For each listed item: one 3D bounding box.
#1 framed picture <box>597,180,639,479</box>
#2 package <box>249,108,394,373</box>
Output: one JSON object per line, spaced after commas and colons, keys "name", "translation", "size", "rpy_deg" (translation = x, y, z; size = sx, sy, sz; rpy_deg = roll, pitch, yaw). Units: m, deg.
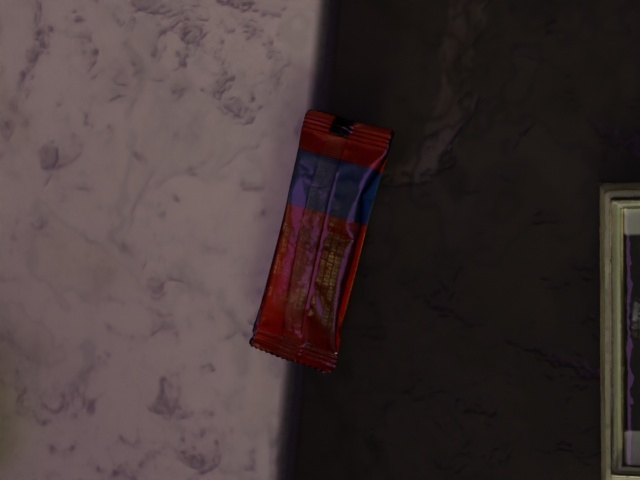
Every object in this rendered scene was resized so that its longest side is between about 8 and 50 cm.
{"name": "framed picture", "translation": [0.330, 0.068, 1.294], "size": [0.293, 0.018, 0.231], "rpy_deg": [-2, 88, 30]}
{"name": "package", "translation": [0.000, 0.000, 1.477], "size": [0.083, 0.022, 0.200], "rpy_deg": [17, 96, 28]}
